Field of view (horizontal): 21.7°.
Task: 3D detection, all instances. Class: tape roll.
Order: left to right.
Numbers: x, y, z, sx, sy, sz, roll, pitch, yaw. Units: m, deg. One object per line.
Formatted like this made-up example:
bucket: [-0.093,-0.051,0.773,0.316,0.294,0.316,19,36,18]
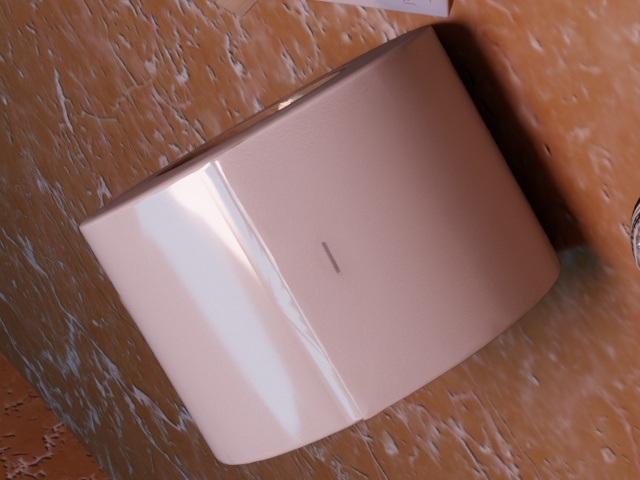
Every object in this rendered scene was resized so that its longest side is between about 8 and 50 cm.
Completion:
tape roll: [0.000,0.000,1.011,0.169,0.246,0.246,60,158,-6]

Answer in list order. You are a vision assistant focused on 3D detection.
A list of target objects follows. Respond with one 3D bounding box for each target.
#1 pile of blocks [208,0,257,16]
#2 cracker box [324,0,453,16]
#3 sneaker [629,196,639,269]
pile of blocks: [-0.034,-0.292,0.909,0.362,0.149,0.112,106,172,-51]
cracker box: [-0.043,-0.196,0.842,0.232,0.067,0.156,10,154,11]
sneaker: [0.241,0.029,0.668,0.343,0.146,0.134,23,141,56]
